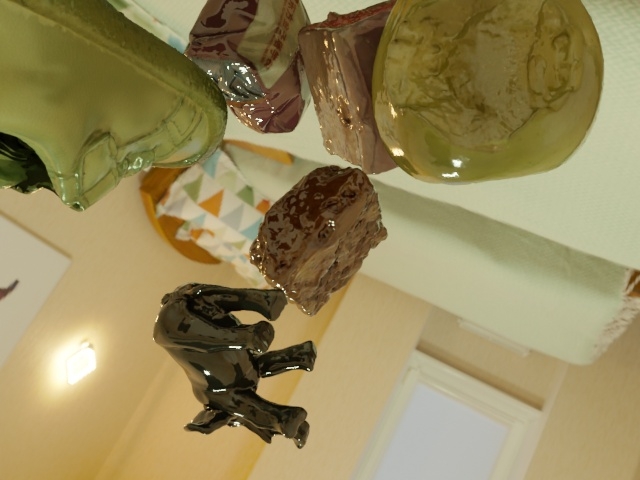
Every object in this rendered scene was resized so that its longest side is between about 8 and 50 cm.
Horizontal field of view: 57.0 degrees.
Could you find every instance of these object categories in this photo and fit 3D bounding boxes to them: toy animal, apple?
[{"bbox_3d":[-0.080,0.131,0.611,0.146,0.114,0.245,-3,117,24],"label":"toy animal"},{"bbox_3d":[0.199,-0.190,0.711,0.279,0.279,0.279,27,164,8],"label":"apple"}]

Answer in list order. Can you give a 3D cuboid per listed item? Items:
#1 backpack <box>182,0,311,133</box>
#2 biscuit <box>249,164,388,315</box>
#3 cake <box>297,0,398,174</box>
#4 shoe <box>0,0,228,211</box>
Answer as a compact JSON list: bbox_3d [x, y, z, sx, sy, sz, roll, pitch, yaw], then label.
[{"bbox_3d":[-0.111,-0.354,1.127,0.197,0.283,0.317,15,164,22],"label":"backpack"},{"bbox_3d":[0.000,0.000,1.480,0.166,0.343,0.395,43,172,23],"label":"biscuit"},{"bbox_3d":[0.143,-0.262,0.932,0.237,0.309,0.230,-137,31,-59],"label":"cake"},{"bbox_3d":[-0.169,-0.089,0.358,0.140,0.128,0.262,24,175,18],"label":"shoe"}]
